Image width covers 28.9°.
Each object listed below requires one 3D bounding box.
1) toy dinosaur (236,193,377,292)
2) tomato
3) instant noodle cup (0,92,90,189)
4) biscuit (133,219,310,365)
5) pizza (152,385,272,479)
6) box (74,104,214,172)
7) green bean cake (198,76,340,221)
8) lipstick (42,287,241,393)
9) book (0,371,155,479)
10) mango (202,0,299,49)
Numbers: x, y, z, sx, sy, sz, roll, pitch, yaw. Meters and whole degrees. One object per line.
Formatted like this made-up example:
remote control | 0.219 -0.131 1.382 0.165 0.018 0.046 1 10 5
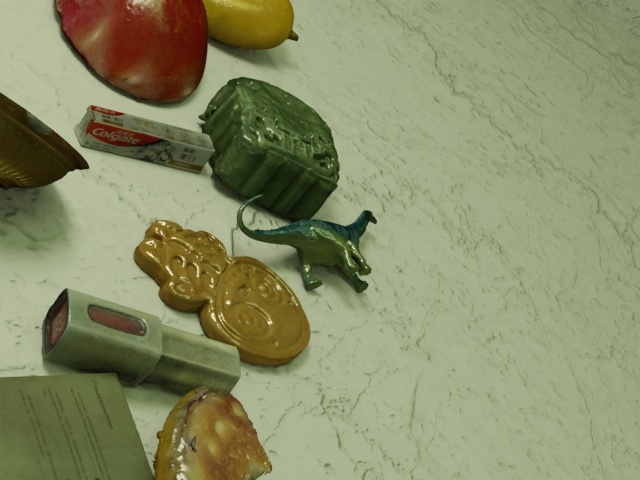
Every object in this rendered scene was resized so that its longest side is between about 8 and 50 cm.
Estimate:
toy dinosaur | 0.008 0.009 1.985 0.363 0.076 0.147 0 55 -51
tomato | -0.292 -0.391 2.076 0.309 0.170 0.309 27 33 -19
instant noodle cup | -0.440 -0.136 1.634 0.274 0.090 0.274 30 -10 6
biscuit | -0.137 0.071 1.804 0.289 0.044 0.202 40 32 -5
pizza | -0.138 0.292 1.490 0.161 0.085 0.305 42 24 -25
box | -0.270 -0.156 1.926 0.218 0.055 0.039 13 40 -38
green bean cake | -0.084 -0.161 2.068 0.222 0.125 0.227 23 32 -27
lipstick | -0.226 0.141 1.592 0.253 0.077 0.079 22 36 -29
book | -0.324 0.244 1.417 0.283 0.025 0.215 6 48 -42
mango | -0.179 -0.448 2.313 0.317 0.119 0.176 21 45 -19
